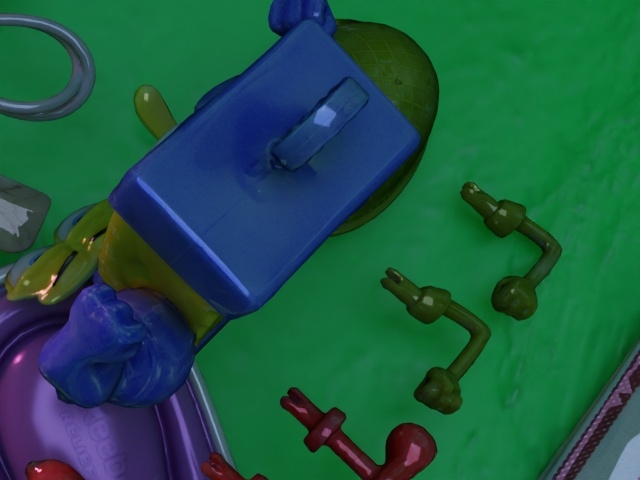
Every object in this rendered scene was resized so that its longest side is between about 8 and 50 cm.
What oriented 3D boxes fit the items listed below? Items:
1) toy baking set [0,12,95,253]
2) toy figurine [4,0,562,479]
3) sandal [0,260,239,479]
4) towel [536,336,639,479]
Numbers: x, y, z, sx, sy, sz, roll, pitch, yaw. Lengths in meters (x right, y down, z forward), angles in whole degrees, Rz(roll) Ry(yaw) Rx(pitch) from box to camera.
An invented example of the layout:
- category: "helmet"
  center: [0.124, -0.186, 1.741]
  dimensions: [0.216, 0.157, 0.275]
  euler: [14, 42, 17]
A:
- category: "toy baking set"
  center: [-0.202, -0.116, 0.725]
  dimensions: [0.196, 0.030, 0.256]
  euler: [-6, 81, -13]
- category: "toy figurine"
  center: [0.000, 0.000, 0.651]
  dimensions: [0.191, 0.217, 0.362]
  euler: [44, 55, 5]
- category: "sandal"
  center: [-0.052, 0.198, 0.713]
  dimensions: [0.169, 0.102, 0.416]
  euler: [-31, 88, -14]
- category: "towel"
  center: [0.278, 0.157, 0.825]
  dimensions: [0.329, 0.037, 0.237]
  euler: [37, 77, -1]
